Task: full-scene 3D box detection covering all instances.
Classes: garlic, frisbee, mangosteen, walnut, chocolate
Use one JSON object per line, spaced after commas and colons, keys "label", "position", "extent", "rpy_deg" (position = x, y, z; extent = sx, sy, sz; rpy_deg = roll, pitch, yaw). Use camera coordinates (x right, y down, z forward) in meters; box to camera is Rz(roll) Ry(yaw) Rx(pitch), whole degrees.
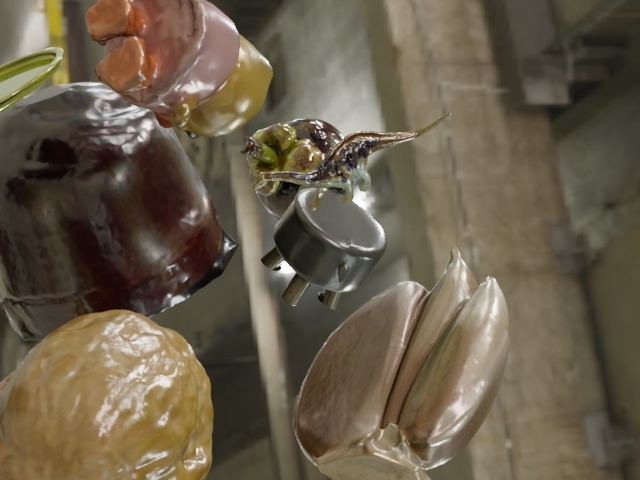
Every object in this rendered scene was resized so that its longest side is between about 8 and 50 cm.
{"label": "garlic", "position": [0.093, 0.169, 1.642], "extent": [0.279, 0.132, 0.325], "rpy_deg": [-12, -142, 37]}
{"label": "frisbee", "position": [-0.423, -0.178, 1.792], "extent": [0.017, 0.236, 0.236], "rpy_deg": [63, -16, -21]}
{"label": "mangosteen", "position": [-0.051, -0.126, 2.493], "extent": [0.192, 0.217, 0.192], "rpy_deg": [-13, -109, 45]}
{"label": "walnut", "position": [-0.284, 0.256, 1.817], "extent": [0.344, 0.306, 0.306], "rpy_deg": [-48, 148, -63]}
{"label": "chocolate", "position": [-0.351, -0.070, 2.124], "extent": [0.383, 0.383, 0.331], "rpy_deg": [27, -41, 63]}

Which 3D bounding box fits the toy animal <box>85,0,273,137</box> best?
{"label": "toy animal", "position": [-0.164, -0.218, 1.803], "extent": [0.281, 0.169, 0.195], "rpy_deg": [43, 28, -64]}

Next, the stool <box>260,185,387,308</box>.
{"label": "stool", "position": [0.008, 0.004, 2.120], "extent": [0.139, 0.153, 0.228], "rpy_deg": [-56, -177, 28]}

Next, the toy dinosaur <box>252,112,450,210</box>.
{"label": "toy dinosaur", "position": [0.025, -0.060, 1.162], "extent": [0.037, 0.180, 0.058], "rpy_deg": [41, -35, 33]}
